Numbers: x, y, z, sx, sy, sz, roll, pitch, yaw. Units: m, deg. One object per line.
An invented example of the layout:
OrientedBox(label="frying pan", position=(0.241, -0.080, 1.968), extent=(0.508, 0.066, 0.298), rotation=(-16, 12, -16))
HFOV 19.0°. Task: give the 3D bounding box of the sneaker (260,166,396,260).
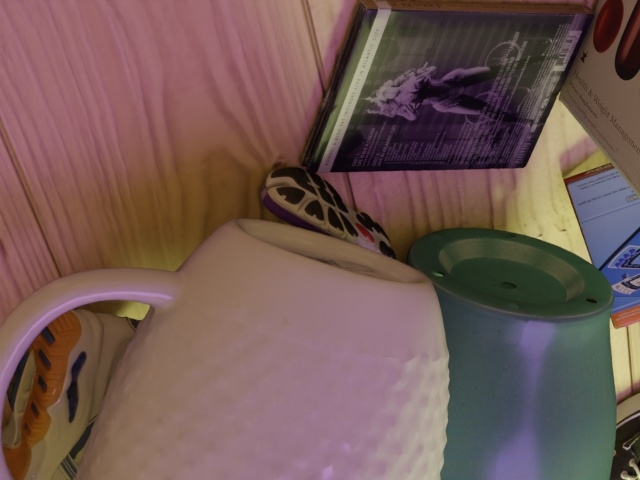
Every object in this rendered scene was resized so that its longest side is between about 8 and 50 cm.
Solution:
OrientedBox(label="sneaker", position=(0.000, 0.000, 1.599), extent=(0.071, 0.068, 0.170), rotation=(-36, 139, 14))

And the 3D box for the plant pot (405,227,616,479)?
OrientedBox(label="plant pot", position=(0.142, 0.137, 1.684), extent=(0.272, 0.271, 0.255), rotation=(-3, 117, -28))

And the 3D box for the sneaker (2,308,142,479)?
OrientedBox(label="sneaker", position=(-0.213, 0.188, 1.617), extent=(0.131, 0.112, 0.296), rotation=(3, 129, -33))

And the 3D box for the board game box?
OrientedBox(label="board game box", position=(0.374, -0.033, 1.714), extent=(0.281, 0.027, 0.145), rotation=(-19, 98, 4))

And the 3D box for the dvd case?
OrientedBox(label="dvd case", position=(0.104, -0.125, 1.575), extent=(0.221, 0.018, 0.164), rotation=(-3, 132, -30))

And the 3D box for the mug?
OrientedBox(label="mug", position=(-0.083, 0.150, 1.469), extent=(0.374, 0.276, 0.328), rotation=(15, 98, -19))

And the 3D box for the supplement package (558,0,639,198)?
OrientedBox(label="supplement package", position=(0.329, -0.143, 1.559), extent=(0.149, 0.194, 0.203), rotation=(-4, 131, -29))

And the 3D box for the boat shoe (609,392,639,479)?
OrientedBox(label="boat shoe", position=(0.306, 0.239, 2.006), extent=(0.219, 0.070, 0.078), rotation=(-40, 138, 9))
